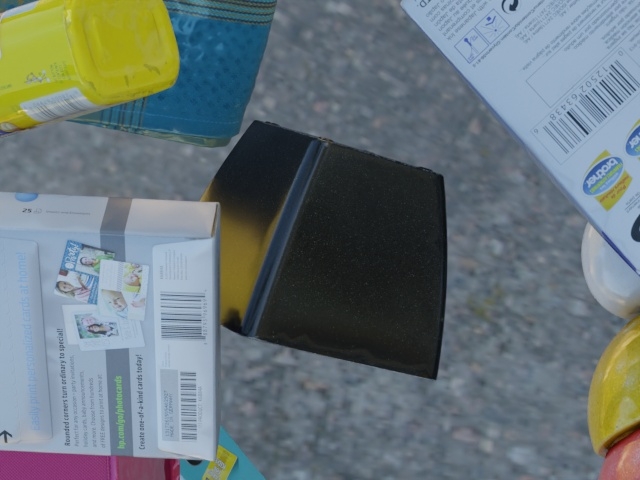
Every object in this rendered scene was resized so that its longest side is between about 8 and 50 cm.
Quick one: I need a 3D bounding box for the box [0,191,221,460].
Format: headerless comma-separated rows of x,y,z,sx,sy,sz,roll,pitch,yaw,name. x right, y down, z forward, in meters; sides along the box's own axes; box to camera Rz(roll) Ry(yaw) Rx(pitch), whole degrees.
-0.145,0.045,0.930,0.186,0.038,0.145,2,123,1,box

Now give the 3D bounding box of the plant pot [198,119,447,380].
0.000,0.000,1.479,0.188,0.187,0.167,24,98,60,plant pot

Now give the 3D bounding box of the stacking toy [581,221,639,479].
0.349,0.167,1.564,0.350,0.350,0.480,-26,71,25,stacking toy

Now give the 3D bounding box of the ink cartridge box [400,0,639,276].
0.293,-0.137,1.479,0.270,0.151,0.395,-44,63,11,ink cartridge box

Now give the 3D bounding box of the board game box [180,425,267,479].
-0.241,0.163,1.786,0.253,0.336,0.079,-11,34,47,board game box

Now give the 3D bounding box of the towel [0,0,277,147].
-0.159,-0.259,1.527,0.040,0.271,0.370,-103,25,-56,towel

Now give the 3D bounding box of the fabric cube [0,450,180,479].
-0.250,0.176,1.333,0.258,0.254,0.259,0,100,6,fabric cube

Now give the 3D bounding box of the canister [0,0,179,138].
-0.180,-0.093,1.015,0.170,0.126,0.073,-13,96,25,canister
